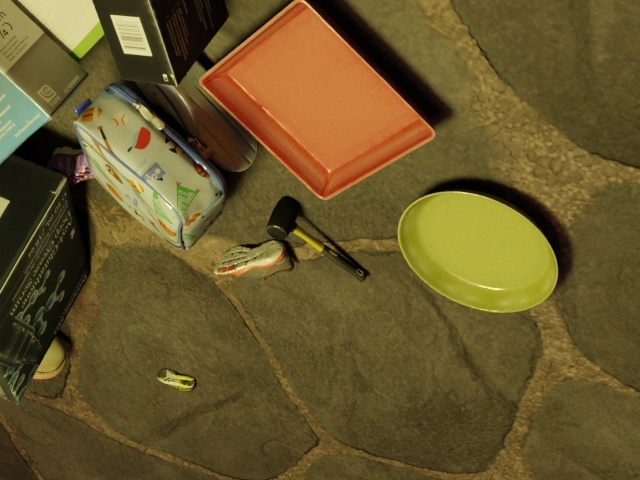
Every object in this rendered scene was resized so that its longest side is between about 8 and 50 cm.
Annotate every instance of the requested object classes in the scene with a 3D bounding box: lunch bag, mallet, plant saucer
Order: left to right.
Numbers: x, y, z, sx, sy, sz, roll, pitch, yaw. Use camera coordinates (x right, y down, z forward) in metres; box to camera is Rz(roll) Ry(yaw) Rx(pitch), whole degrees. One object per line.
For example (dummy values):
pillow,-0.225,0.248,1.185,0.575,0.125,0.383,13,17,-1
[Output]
lunch bag,-0.256,-0.109,1.746,0.243,0.115,0.303,43,166,3
plant saucer,-0.002,-0.195,1.615,0.258,0.048,0.259,43,140,-16
mallet,0.000,0.000,1.852,0.189,0.062,0.039,30,147,-24
plant saucer,0.230,0.009,1.700,0.240,0.037,0.241,18,140,16

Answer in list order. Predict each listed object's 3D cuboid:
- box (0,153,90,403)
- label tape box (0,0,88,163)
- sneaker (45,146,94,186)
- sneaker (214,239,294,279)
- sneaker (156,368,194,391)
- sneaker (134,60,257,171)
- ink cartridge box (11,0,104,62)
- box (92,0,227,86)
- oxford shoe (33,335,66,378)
box,-0.567,0.060,2.007,0.211,0.294,0.395,22,156,5
label tape box,-0.524,-0.281,1.675,0.333,0.106,0.240,43,147,-17
sneaker,-0.391,-0.116,1.944,0.169,0.071,0.068,-6,130,37
sneaker,-0.110,0.047,1.953,0.157,0.061,0.065,-9,134,41
sneaker,-0.291,0.286,2.364,0.083,0.031,0.035,16,141,18
sneaker,-0.190,-0.207,1.709,0.258,0.094,0.091,53,155,-21
ink cartridge box,-0.378,-0.386,1.610,0.255,0.097,0.188,43,141,-14
box,-0.208,-0.311,1.528,0.093,0.158,0.156,10,138,24
oxford shoe,-0.670,0.134,2.362,0.397,0.140,0.146,36,135,-11
